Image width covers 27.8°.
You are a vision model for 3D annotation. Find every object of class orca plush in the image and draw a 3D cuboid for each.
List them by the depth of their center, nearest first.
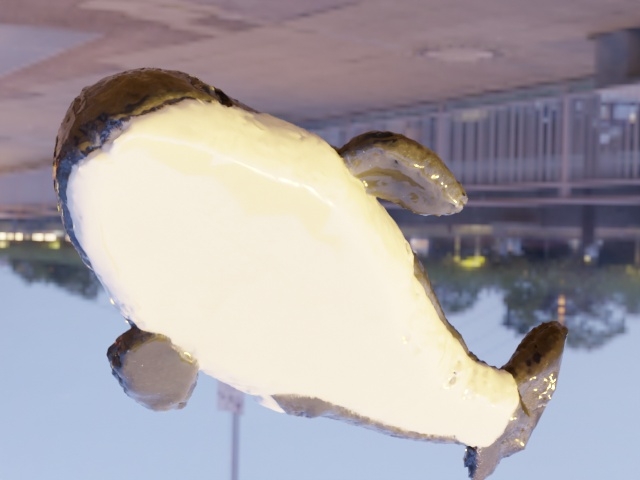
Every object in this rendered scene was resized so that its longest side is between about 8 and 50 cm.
[{"bbox_3d":[0.000,0.000,0.544,0.287,0.151,0.102,19,-150,-36],"label":"orca plush"}]
